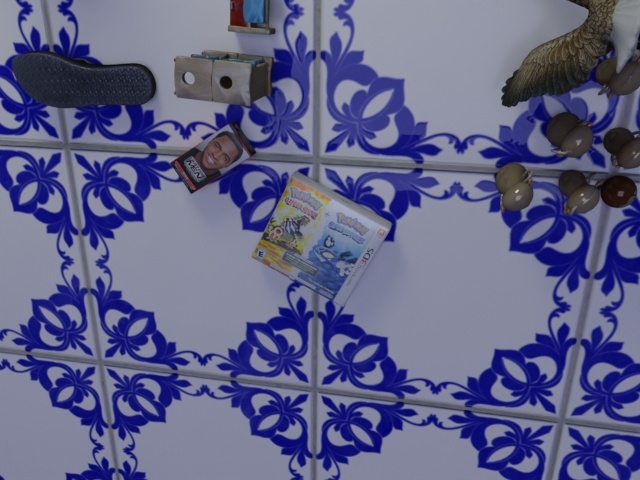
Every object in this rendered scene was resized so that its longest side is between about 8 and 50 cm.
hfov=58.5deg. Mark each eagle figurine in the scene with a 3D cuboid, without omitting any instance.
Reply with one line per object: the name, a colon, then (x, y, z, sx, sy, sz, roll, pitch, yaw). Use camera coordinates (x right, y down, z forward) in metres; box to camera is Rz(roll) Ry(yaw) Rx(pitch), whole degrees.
eagle figurine: (0.353, -0.290, 0.747, 0.226, 0.298, 0.225, -58, 137, -10)

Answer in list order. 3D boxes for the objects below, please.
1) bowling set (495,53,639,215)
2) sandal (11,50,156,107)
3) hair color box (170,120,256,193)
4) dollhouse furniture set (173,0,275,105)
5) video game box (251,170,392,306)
bowling set: (0.429, -0.120, 0.871, 0.200, 0.154, 0.287, 35, 114, -3)
sandal: (-0.427, -0.289, 1.042, 0.255, 0.054, 0.097, 8, 120, -2)
hair color box: (-0.197, -0.152, 1.048, 0.141, 0.043, 0.072, -29, 102, 20)
dollhouse furniture set: (-0.153, -0.326, 0.922, 0.129, 0.129, 0.183, 9, 114, 8)
video game box: (0.000, 0.000, 1.067, 0.205, 0.048, 0.187, 28, 112, -1)
